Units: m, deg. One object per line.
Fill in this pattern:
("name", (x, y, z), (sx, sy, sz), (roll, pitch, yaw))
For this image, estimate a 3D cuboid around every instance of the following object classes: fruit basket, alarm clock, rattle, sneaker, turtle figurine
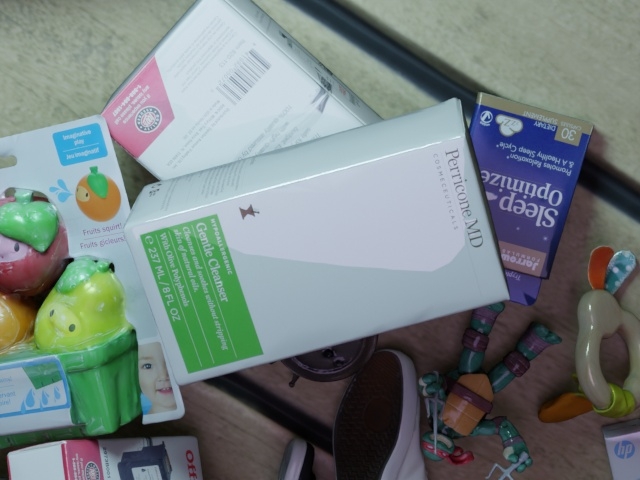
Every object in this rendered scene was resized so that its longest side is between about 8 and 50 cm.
("fruit basket", (-0.338, 0.060, 1.809), (0.327, 0.165, 0.353), (-10, 106, 25))
("alarm clock", (0.022, 0.095, 1.892), (0.192, 0.064, 0.129), (-28, 105, 8))
("rattle", (0.316, 0.111, 1.899), (0.130, 0.143, 0.200), (-18, 93, -24))
("sneaker", (0.000, 0.344, 1.974), (0.121, 0.079, 0.217), (10, 117, -4))
("turtle figurine", (0.178, 0.187, 1.879), (0.175, 0.118, 0.234), (30, 87, -25))
("sneaker", (0.084, 0.274, 1.946), (0.106, 0.123, 0.290), (13, 96, 41))

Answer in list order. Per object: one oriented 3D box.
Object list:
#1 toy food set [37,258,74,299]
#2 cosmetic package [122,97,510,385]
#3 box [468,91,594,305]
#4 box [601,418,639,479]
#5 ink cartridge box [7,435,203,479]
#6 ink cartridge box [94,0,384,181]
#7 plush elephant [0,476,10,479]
("toy food set", (-0.320, 0.033, 1.906), (0.083, 0.020, 0.082), (-42, 102, 16))
("cosmetic package", (0.000, 0.000, 1.687), (0.365, 0.155, 0.197), (-16, 107, 8))
("box", (0.217, -0.044, 1.823), (0.136, 0.036, 0.225), (15, 97, -3))
("box", (0.436, 0.303, 1.954), (0.145, 0.038, 0.186), (-12, 107, 6))
("ink cartridge box", (-0.240, 0.320, 1.856), (0.100, 0.237, 0.172), (-16, 77, 32))
("ink cartridge box", (-0.077, -0.124, 1.789), (0.283, 0.117, 0.207), (41, 106, -12))
("plush elephant", (-0.407, 0.427, 1.907), (0.330, 0.272, 0.255), (0, 65, -13))
